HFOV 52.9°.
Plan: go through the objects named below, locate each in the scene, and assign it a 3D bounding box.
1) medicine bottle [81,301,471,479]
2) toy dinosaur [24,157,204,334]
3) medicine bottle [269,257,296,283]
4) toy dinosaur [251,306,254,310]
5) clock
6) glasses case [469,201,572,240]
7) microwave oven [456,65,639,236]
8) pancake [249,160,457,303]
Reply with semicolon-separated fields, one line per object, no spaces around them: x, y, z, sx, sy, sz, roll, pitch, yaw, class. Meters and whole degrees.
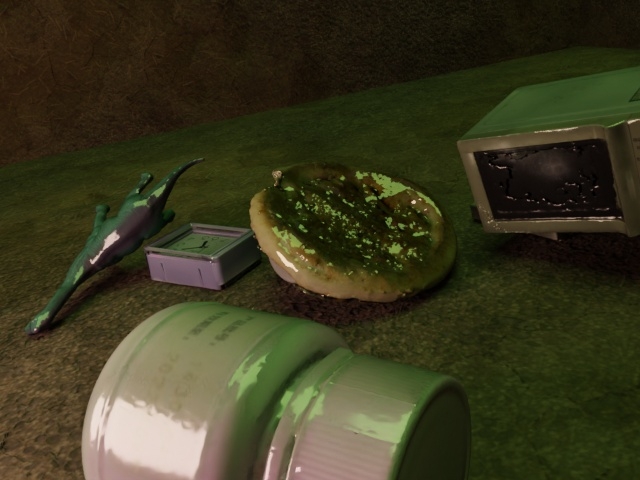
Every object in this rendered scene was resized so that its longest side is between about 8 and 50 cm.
-0.036;0.191;0.595;0.302;0.241;0.241;6;26;32;medicine bottle
-0.381;-0.001;1.238;0.384;0.129;0.331;-38;21;9;toy dinosaur
0.000;0.000;1.224;0.107;0.106;0.192;13;30;42;medicine bottle
-0.092;0.129;1.059;0.063;0.021;0.083;2;27;7;toy dinosaur
-0.236;0.028;1.285;0.194;0.073;0.145;6;26;30;clock
0.401;-0.049;1.281;0.071;0.047;0.205;-32;31;-26;glasses case
0.470;-0.146;1.104;0.355;0.218;0.286;-1;30;45;microwave oven
0.053;-0.029;1.140;0.383;0.071;0.382;10;39;-9;pancake
